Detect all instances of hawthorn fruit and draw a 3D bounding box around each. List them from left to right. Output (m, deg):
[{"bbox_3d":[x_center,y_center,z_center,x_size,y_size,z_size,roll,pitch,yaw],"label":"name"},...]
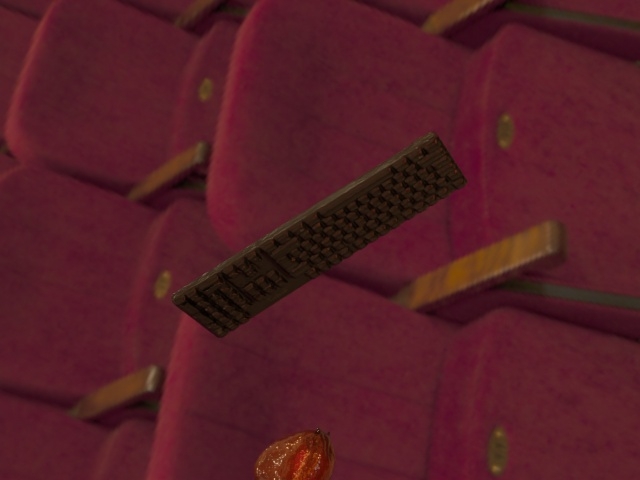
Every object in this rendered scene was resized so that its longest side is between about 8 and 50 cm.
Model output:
[{"bbox_3d":[-0.023,0.238,1.144,0.093,0.081,0.081,-53,29,-10],"label":"hawthorn fruit"}]

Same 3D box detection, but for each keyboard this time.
[{"bbox_3d":[0.000,0.000,0.705,0.204,0.061,0.013,-32,51,9],"label":"keyboard"}]
